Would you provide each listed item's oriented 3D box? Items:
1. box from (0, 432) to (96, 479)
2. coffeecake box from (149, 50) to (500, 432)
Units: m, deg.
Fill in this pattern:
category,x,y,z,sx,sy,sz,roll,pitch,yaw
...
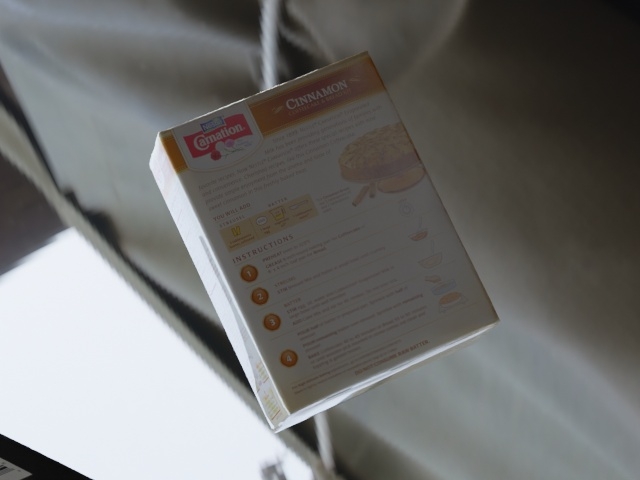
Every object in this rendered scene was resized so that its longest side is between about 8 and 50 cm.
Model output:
category,x,y,z,sx,sy,sz,roll,pitch,yaw
box,-0.322,0.302,1.517,0.296,0.183,0.294,23,-78,15
coffeecake box,0.000,0.000,1.171,0.142,0.068,0.185,-23,-100,-15
